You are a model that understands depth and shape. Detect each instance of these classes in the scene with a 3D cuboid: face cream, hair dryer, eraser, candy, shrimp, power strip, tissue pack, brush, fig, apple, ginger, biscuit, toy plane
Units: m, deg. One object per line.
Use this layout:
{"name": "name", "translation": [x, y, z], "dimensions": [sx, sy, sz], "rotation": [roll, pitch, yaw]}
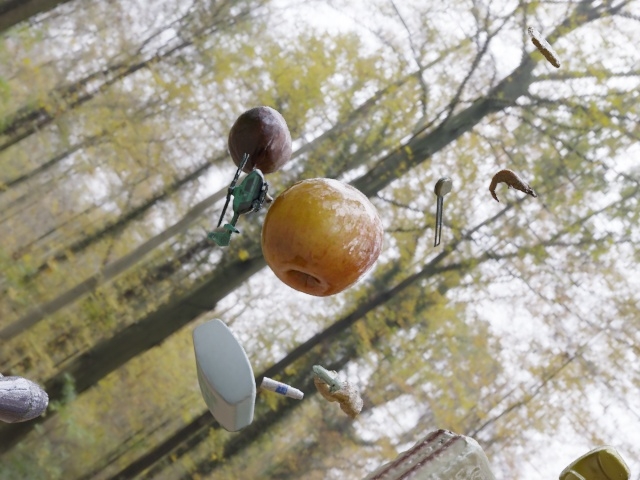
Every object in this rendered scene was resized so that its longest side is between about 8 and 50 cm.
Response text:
{"name": "face cream", "translation": [-0.114, 0.447, 2.559], "dimensions": [0.130, 0.034, 0.034], "rotation": [21, -23, -3]}
{"name": "hair dryer", "translation": [-0.908, 0.343, 2.222], "dimensions": [0.361, 0.121, 0.301], "rotation": [31, -1, 28]}
{"name": "eraser", "translation": [-0.207, 0.299, 1.850], "dimensions": [0.290, 0.104, 0.189], "rotation": [103, -36, -66]}
{"name": "candy", "translation": [0.140, 0.449, 1.340], "dimensions": [0.135, 0.321, 0.179], "rotation": [1, -66, 61]}
{"name": "shrimp", "translation": [0.501, -0.131, 2.227], "dimensions": [0.127, 0.091, 0.025], "rotation": [32, 3, 24]}
{"name": "power strip", "translation": [0.011, 0.296, 1.805], "dimensions": [0.083, 0.035, 0.055], "rotation": [27, -23, 45]}
{"name": "tissue pack", "translation": [0.735, 0.632, 2.288], "dimensions": [0.123, 0.178, 0.127], "rotation": [56, 8, 19]}
{"name": "brush", "translation": [0.358, -0.077, 2.532], "dimensions": [0.027, 0.062, 0.266], "rotation": [38, -35, 37]}
{"name": "fig", "translation": [-0.186, -0.255, 2.434], "dimensions": [0.186, 0.249, 0.203], "rotation": [14, -42, 9]}
{"name": "apple", "translation": [0.000, 0.000, 2.074], "dimensions": [0.299, 0.275, 0.299], "rotation": [19, -38, 15]}
{"name": "ginger", "translation": [0.056, 0.400, 2.259], "dimensions": [0.075, 0.089, 0.288], "rotation": [13, -25, 32]}
{"name": "biscuit", "translation": [0.439, -0.379, 1.675], "dimensions": [0.083, 0.018, 0.081], "rotation": [41, 26, -17]}
{"name": "toy plane", "translation": [-0.193, -0.091, 2.091], "dimensions": [0.096, 0.235, 0.060], "rotation": [22, -3, 0]}
